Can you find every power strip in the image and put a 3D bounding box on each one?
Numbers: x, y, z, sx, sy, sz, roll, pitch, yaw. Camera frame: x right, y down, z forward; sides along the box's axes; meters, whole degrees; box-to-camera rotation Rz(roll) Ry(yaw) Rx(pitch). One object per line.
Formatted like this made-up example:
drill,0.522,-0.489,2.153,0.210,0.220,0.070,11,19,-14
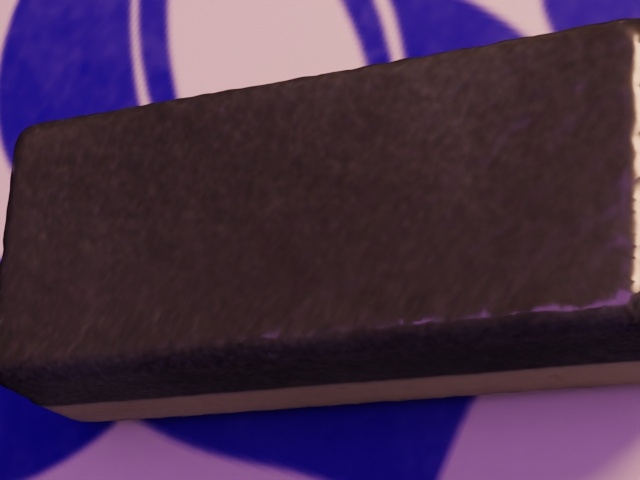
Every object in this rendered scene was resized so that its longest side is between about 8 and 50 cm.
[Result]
power strip,0.000,0.000,0.590,0.257,0.070,0.105,-6,65,26
